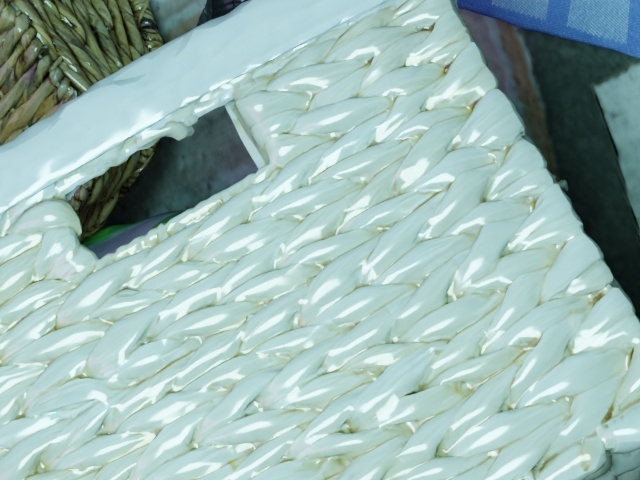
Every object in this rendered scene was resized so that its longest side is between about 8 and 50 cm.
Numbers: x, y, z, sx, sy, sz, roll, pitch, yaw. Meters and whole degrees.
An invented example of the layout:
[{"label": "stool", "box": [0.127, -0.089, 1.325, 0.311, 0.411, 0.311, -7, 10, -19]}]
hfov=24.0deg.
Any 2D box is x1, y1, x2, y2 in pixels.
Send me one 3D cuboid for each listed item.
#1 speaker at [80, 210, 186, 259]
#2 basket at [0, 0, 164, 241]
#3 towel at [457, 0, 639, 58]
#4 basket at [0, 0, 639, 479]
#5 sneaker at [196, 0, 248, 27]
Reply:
[{"label": "speaker", "box": [-0.163, 0.054, 1.224, 0.297, 0.131, 0.131, -14, 94, 52]}, {"label": "basket", "box": [-0.249, -0.085, 1.185, 0.299, 0.223, 0.213, -37, 96, 27]}, {"label": "towel", "box": [0.132, -0.249, 0.806, 0.209, 0.034, 0.285, 25, 125, 41]}, {"label": "basket", "box": [-0.013, 0.077, 0.788, 0.266, 0.328, 0.331, 60, 180, 18]}, {"label": "sneaker", "box": [-0.045, -0.153, 1.054, 0.089, 0.051, 0.170, 41, 138, 33]}]
